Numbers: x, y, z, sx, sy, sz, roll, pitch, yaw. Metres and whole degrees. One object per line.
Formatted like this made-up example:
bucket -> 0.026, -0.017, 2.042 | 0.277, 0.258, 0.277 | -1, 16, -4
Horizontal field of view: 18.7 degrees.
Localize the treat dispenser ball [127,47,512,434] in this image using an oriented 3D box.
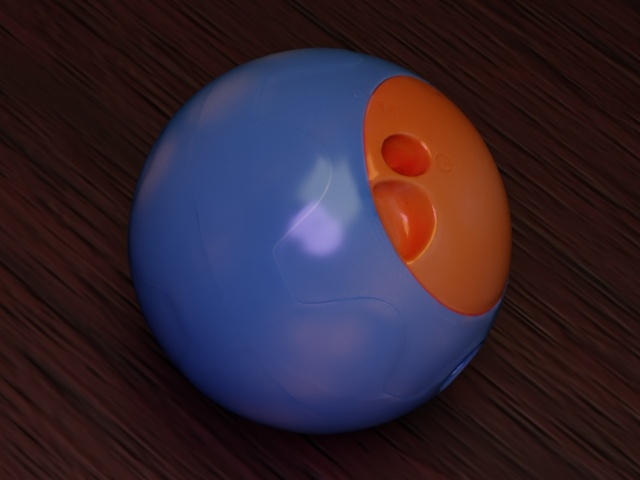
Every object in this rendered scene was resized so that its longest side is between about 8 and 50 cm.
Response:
treat dispenser ball -> 0.000, 0.000, 1.451 | 0.288, 0.288, 0.288 | 3, 59, -5
